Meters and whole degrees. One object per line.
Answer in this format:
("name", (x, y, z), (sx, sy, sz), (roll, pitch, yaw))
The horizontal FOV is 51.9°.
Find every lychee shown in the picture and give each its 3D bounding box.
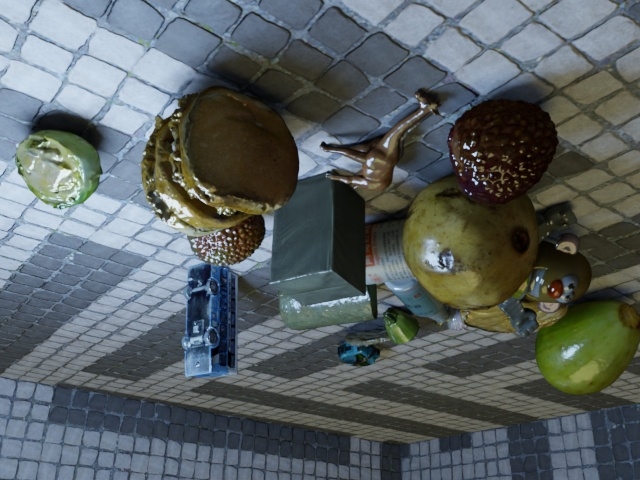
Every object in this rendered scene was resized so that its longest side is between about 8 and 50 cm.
("lychee", (0.314, -0.158, 1.128), (0.188, 0.188, 0.188), (1, 153, 1))
("lychee", (-0.198, -0.034, 1.424), (0.165, 0.197, 0.165), (30, 175, 3))

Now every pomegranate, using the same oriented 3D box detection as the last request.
("pomegranate", (0.301, -0.003, 1.313), (0.282, 0.281, 0.281), (1, 153, 1))

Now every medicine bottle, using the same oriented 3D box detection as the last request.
("medicine bottle", (0.138, 0.030, 1.530), (0.252, 0.144, 0.144), (-11, 150, 23))
("medicine bottle", (0.278, 0.148, 1.788), (0.110, 0.110, 0.352), (-11, 151, 23))

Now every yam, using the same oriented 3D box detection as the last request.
("yam", (0.032, 0.152, 1.762), (0.268, 0.161, 0.161), (-12, 150, 24))

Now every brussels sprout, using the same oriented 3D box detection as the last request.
("brussels sprout", (-0.486, -0.146, 1.247), (0.149, 0.122, 0.151), (-14, 115, 15))

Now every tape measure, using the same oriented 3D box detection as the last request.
("tape measure", (0.136, 0.401, 2.331), (0.146, 0.080, 0.125), (-19, 144, 35))

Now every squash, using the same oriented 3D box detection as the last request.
("squash", (0.227, 0.243, 2.024), (0.105, 0.105, 0.132), (-17, 130, 32))

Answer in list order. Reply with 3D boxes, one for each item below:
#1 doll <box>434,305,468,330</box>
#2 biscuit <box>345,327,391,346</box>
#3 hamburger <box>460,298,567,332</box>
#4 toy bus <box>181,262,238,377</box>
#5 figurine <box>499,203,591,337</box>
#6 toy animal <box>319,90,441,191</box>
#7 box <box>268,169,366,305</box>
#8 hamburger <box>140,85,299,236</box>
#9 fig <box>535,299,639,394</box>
("doll", (0.448, 0.234, 1.986), (0.207, 0.081, 0.129), (1, 172, -3))
("biscuit", (0.181, 0.317, 2.152), (0.250, 0.032, 0.133), (-11, -176, 24))
("hamburger", (0.510, 0.156, 1.763), (0.283, 0.144, 0.259), (22, 142, -27))
("toy bus", (-0.291, 0.215, 1.756), (0.106, 0.297, 0.131), (-15, 155, 30))
("figurine", (0.480, 0.071, 1.523), (0.285, 0.167, 0.342), (7, 142, -3))
("toy animal", (0.113, -0.177, 1.216), (0.230, 0.066, 0.224), (2, 136, 19))
("box", (0.000, 0.000, 1.378), (0.149, 0.231, 0.155), (-13, 150, 27))
("hamburger", (-0.184, -0.129, 1.125), (0.245, 0.260, 0.211), (52, 149, -18))
("fig", (0.790, 0.299, 1.915), (0.258, 0.258, 0.326), (17, 134, -27))
